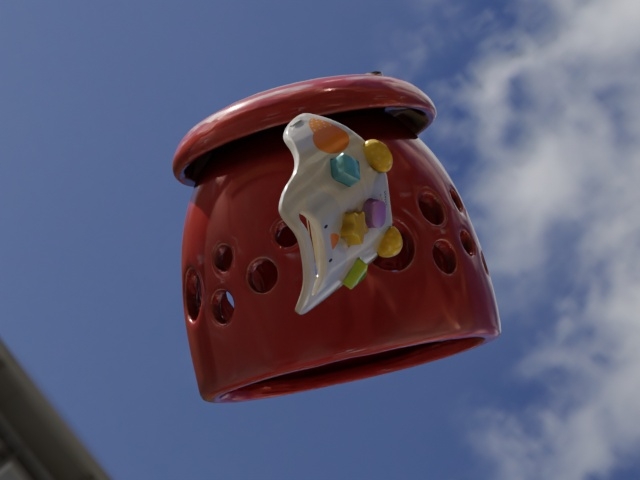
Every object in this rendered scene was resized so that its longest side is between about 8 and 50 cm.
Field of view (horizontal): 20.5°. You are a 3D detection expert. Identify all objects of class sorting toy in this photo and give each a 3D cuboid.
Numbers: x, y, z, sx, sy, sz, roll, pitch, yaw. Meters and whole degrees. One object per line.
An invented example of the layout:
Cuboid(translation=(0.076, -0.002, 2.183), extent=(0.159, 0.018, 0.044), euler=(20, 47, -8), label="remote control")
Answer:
Cuboid(translation=(0.001, -0.005, 0.779), extent=(0.045, 0.075, 0.083), euler=(2, -66, 24), label="sorting toy")

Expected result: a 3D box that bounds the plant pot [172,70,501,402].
Cuboid(translation=(0.000, 0.000, 1.098), extent=(0.191, 0.191, 0.174), euler=(-23, -103, 40), label="plant pot")
